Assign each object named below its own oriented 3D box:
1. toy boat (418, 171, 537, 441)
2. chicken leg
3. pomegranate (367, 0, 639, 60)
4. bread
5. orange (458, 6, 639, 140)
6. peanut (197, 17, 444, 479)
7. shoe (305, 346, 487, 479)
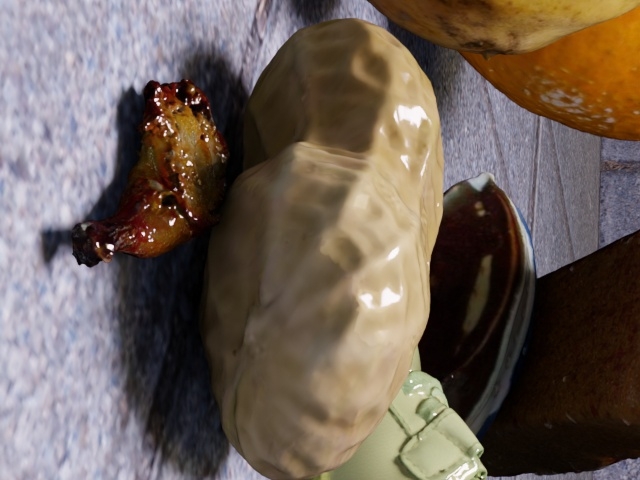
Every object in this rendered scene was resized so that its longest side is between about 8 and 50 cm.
[{"bbox_3d":[0.114,0.067,0.996,0.115,0.114,0.262,76,26,-48],"label":"toy boat"},{"bbox_3d":[-0.070,-0.026,0.537,0.145,0.037,0.062,-78,148,-48],"label":"chicken leg"},{"bbox_3d":[0.117,-0.258,0.761,0.281,0.281,0.281,-2,90,-73],"label":"pomegranate"},{"bbox_3d":[0.214,0.102,0.994,0.165,0.113,0.416,-67,-172,-16],"label":"bread"},{"bbox_3d":[0.265,-0.282,1.062,0.326,0.424,0.423,127,-28,-62],"label":"orange"},{"bbox_3d":[0.000,0.000,0.619,0.196,0.110,0.233,107,-2,-52],"label":"peanut"},{"bbox_3d":[0.042,0.151,0.776,0.140,0.128,0.262,87,13,-57],"label":"shoe"}]
